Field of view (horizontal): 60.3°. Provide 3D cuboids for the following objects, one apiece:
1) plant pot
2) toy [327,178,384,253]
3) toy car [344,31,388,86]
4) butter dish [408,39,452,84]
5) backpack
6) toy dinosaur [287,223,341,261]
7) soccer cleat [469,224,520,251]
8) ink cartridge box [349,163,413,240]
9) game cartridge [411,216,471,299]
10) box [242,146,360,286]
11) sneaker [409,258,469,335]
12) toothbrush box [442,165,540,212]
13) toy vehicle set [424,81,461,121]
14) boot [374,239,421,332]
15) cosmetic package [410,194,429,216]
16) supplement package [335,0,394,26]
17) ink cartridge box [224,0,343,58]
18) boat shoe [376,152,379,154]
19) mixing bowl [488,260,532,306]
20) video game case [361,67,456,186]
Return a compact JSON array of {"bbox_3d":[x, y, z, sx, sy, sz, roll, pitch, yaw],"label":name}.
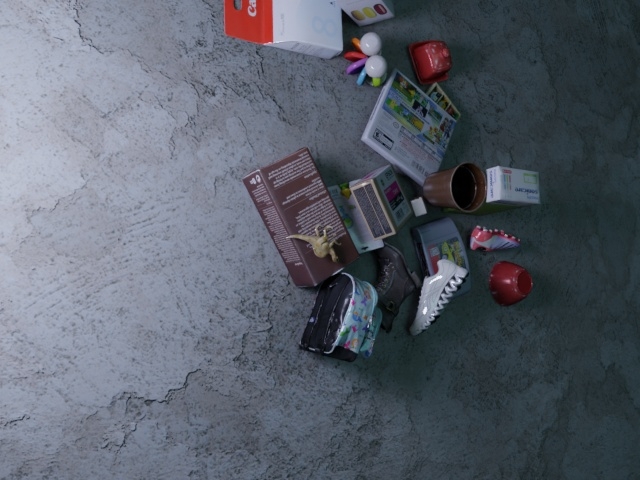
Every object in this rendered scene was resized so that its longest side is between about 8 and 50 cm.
[{"bbox_3d":[0.451,-0.177,1.887,0.167,0.165,0.167,0,91,-30],"label":"plant pot"},{"bbox_3d":[0.106,-0.073,1.817,0.136,0.056,0.237,-16,86,-20],"label":"toy"},{"bbox_3d":[0.150,-0.606,1.868,0.136,0.159,0.182,-13,92,4],"label":"toy car"},{"bbox_3d":[0.429,-0.675,2.036,0.159,0.118,0.160,-21,95,-29],"label":"butter dish"},{"bbox_3d":[0.069,0.230,1.666,0.191,0.225,0.254,20,77,-28],"label":"backpack"},{"bbox_3d":[0.000,0.000,1.596,0.183,0.053,0.093,30,73,-24],"label":"toy dinosaur"},{"bbox_3d":[0.674,0.007,2.137,0.248,0.083,0.095,11,108,-34],"label":"soccer cleat"},{"bbox_3d":[0.206,-0.130,1.807,0.193,0.088,0.234,65,30,-10],"label":"ink cartridge box"},{"bbox_3d":[0.448,0.071,2.004,0.196,0.060,0.294,-18,94,-34],"label":"game cartridge"},{"bbox_3d":[-0.056,-0.068,1.679,0.191,0.143,0.381,-30,98,-29],"label":"box"},{"bbox_3d":[0.386,0.197,1.902,0.118,0.110,0.292,36,98,17],"label":"sneaker"},{"bbox_3d":[0.607,-0.172,1.989,0.206,0.283,0.122,3,84,-29],"label":"toothbrush box"},{"bbox_3d":[0.404,-0.437,2.043,0.166,0.035,0.267,46,65,-18],"label":"toy vehicle set"},{"bbox_3d":[0.204,0.150,1.836,0.263,0.091,0.229,48,70,-12],"label":"boot"},{"bbox_3d":[0.351,-0.125,1.937,0.115,0.041,0.060,-39,110,-71],"label":"cosmetic package"},{"bbox_3d":[0.144,-0.824,1.812,0.244,0.139,0.134,0,84,-65],"label":"supplement package"},{"bbox_3d":[-0.111,-0.771,1.752,0.385,0.091,0.308,2,83,-31],"label":"ink cartridge box"},{"bbox_3d":[0.256,-0.324,1.942,0.142,0.040,0.049,-6,85,-32],"label":"boat shoe"},{"bbox_3d":[0.756,0.165,2.144,0.181,0.098,0.181,4,82,-31],"label":"mixing bowl"},{"bbox_3d":[0.319,-0.389,1.939,0.329,0.036,0.300,32,71,-26],"label":"video game case"}]
